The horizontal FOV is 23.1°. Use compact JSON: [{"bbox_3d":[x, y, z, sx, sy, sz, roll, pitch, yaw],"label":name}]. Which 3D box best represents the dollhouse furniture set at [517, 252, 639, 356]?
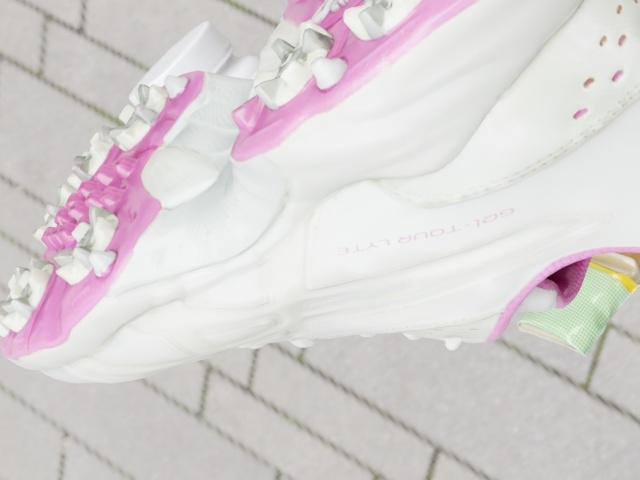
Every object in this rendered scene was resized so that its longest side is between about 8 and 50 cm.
[{"bbox_3d":[0.137,0.013,1.063,0.151,0.076,0.058,21,150,45],"label":"dollhouse furniture set"}]

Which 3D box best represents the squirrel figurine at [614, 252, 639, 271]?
[{"bbox_3d":[0.398,-0.101,1.790,0.281,0.397,0.370,49,157,33],"label":"squirrel figurine"}]

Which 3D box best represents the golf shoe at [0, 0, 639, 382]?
[{"bbox_3d":[0.000,0.000,0.506,0.140,0.115,0.306,35,145,-21],"label":"golf shoe"}]

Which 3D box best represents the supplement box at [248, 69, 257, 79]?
[{"bbox_3d":[-0.014,-0.092,1.247,0.062,0.036,0.098,29,160,41],"label":"supplement box"}]

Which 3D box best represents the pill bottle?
[{"bbox_3d":[-0.086,-0.122,1.917,0.283,0.161,0.161,45,136,-15],"label":"pill bottle"}]
